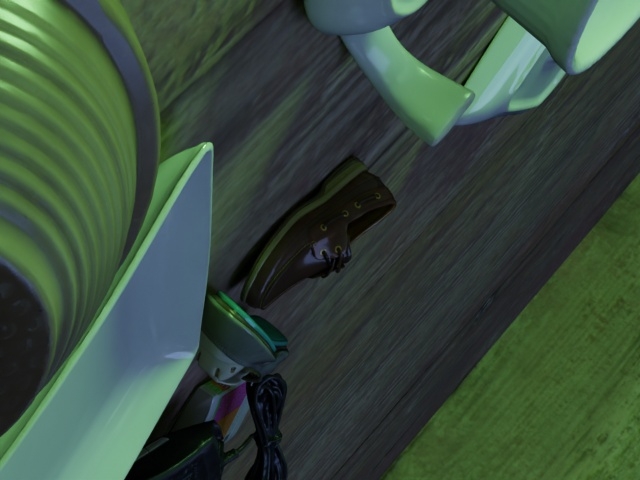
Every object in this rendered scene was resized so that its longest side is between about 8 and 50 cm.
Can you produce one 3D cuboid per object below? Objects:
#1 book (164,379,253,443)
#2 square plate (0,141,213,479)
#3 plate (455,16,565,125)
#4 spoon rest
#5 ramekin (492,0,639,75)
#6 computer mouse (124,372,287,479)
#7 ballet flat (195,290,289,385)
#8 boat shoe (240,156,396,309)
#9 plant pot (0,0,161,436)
[{"bbox_3d":[-0.100,0.167,1.606,0.096,0.035,0.144,-60,166,20],"label":"book"},{"bbox_3d":[-0.176,0.136,1.090,0.344,0.049,0.347,-59,171,-25],"label":"square plate"},{"bbox_3d":[0.254,-0.233,1.739,0.278,0.045,0.277,-57,166,17],"label":"plate"},{"bbox_3d":[0.047,-0.168,1.144,0.137,0.084,0.276,-50,154,-15],"label":"spoon rest"},{"bbox_3d":[0.227,-0.281,1.298,0.277,0.135,0.277,-49,168,-14],"label":"ramekin"},{"bbox_3d":[-0.132,0.239,1.520,0.262,0.060,0.184,-38,141,-33],"label":"computer mouse"},{"bbox_3d":[-0.073,0.094,1.411,0.068,0.072,0.213,-48,168,-1],"label":"ballet flat"},{"bbox_3d":[0.000,0.000,1.428,0.178,0.060,0.064,-46,166,-30],"label":"boat shoe"},{"bbox_3d":[-0.155,0.007,0.522,0.237,0.110,0.237,-16,138,-15],"label":"plant pot"}]
